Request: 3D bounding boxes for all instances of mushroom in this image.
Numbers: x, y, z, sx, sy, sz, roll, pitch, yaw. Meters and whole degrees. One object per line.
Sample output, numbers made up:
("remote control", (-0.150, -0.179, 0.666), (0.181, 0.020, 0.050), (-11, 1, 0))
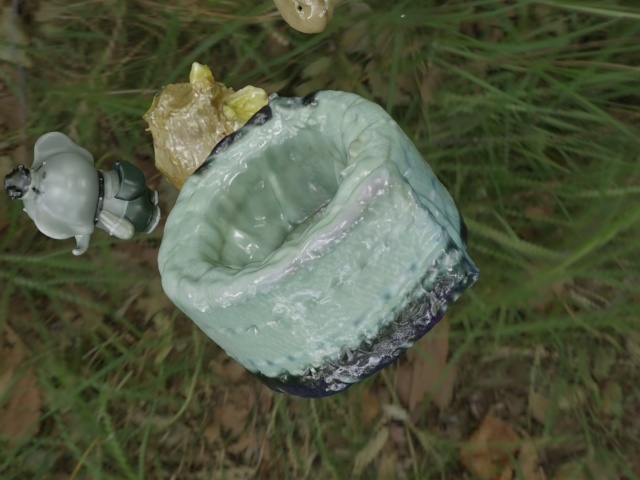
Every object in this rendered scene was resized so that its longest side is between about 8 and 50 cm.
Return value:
("mushroom", (0.044, -0.301, 1.507), (0.096, 0.247, 0.108), (28, 129, 30))

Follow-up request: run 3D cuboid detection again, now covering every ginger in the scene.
("ginger", (-0.110, -0.101, 1.500), (0.157, 0.102, 0.216), (7, 139, 20))

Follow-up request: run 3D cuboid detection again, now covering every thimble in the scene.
("thimble", (0.000, 0.000, 1.106), (0.237, 0.237, 0.150), (-39, 125, 8))

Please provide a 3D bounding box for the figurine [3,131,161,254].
("figurine", (-0.290, -0.052, 1.708), (0.192, 0.147, 0.126), (15, 141, -31))
